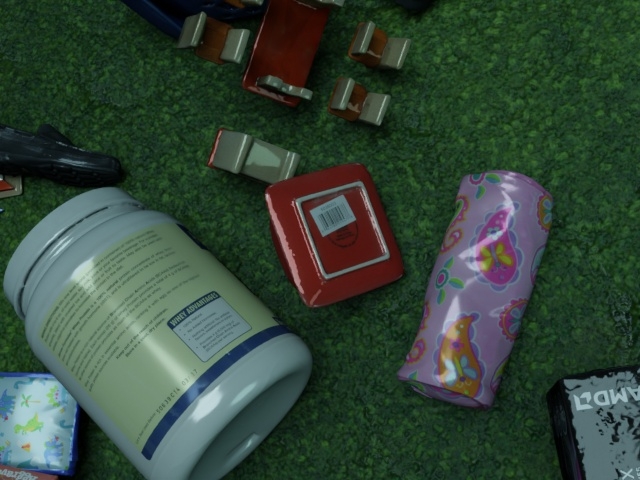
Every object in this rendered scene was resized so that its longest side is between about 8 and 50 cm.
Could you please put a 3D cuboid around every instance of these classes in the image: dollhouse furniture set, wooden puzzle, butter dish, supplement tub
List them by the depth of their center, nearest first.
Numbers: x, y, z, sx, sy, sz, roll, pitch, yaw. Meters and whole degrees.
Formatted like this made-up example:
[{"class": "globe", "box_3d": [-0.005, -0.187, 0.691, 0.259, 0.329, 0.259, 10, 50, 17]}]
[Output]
[{"class": "supplement tub", "box_3d": [-0.196, 0.113, 1.023, 0.325, 0.235, 0.235, 42, 87, 18]}, {"class": "butter dish", "box_3d": [0.000, 0.000, 1.079, 0.160, 0.118, 0.160, -18, 86, -32]}, {"class": "dollhouse furniture set", "box_3d": [-0.059, -0.201, 1.093, 0.262, 0.135, 0.259, 19, 93, -25]}, {"class": "wooden puzzle", "box_3d": [-0.467, -0.094, 1.246, 0.078, 0.014, 0.116, -18, 74, 7]}]

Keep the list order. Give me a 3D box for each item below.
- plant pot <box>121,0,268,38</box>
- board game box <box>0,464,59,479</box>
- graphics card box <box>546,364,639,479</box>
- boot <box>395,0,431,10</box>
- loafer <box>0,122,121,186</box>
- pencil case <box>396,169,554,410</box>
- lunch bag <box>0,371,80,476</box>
[{"class": "plant pot", "box_3d": [-0.184, -0.422, 1.158, 0.212, 0.236, 0.236, -22, 71, 18]}, {"class": "board game box", "box_3d": [-0.443, 0.322, 1.077, 0.281, 0.145, 0.027, 7, 38, 13]}, {"class": "graphics card box", "box_3d": [0.313, 0.321, 0.869, 0.094, 0.233, 0.371, -10, 75, 9]}, {"class": "boot", "box_3d": [0.099, -0.451, 1.118, 0.246, 0.207, 0.094, 45, 48, 14]}, {"class": "loafer", "box_3d": [-0.382, -0.126, 1.203, 0.223, 0.076, 0.078, 9, 69, 9]}, {"class": "pencil case", "box_3d": [0.187, 0.055, 1.025, 0.124, 0.124, 0.284, 16, 79, 15]}, {"class": "lunch bag", "box_3d": [-0.374, 0.234, 1.102, 0.151, 0.096, 0.129, -5, 75, 20]}]
